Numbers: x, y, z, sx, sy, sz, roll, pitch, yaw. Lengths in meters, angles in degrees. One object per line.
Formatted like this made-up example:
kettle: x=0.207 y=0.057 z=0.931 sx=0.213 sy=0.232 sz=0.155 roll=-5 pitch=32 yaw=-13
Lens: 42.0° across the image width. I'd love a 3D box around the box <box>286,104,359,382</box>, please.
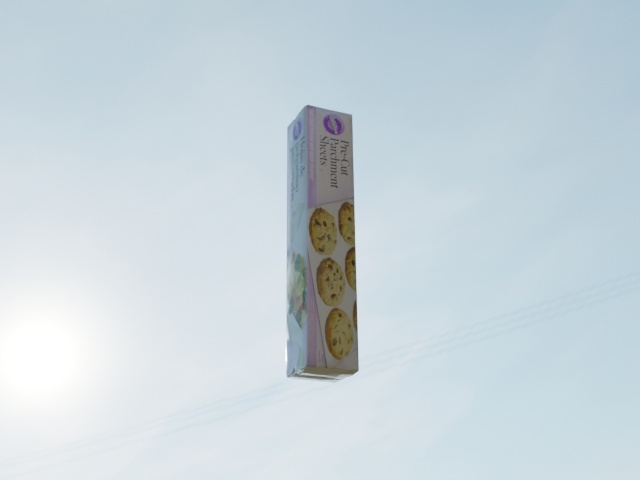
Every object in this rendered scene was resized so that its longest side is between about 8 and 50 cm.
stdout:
box: x=0.000 y=0.000 z=0.967 sx=0.067 sy=0.324 sz=0.063 roll=10 pitch=-25 yaw=-23
